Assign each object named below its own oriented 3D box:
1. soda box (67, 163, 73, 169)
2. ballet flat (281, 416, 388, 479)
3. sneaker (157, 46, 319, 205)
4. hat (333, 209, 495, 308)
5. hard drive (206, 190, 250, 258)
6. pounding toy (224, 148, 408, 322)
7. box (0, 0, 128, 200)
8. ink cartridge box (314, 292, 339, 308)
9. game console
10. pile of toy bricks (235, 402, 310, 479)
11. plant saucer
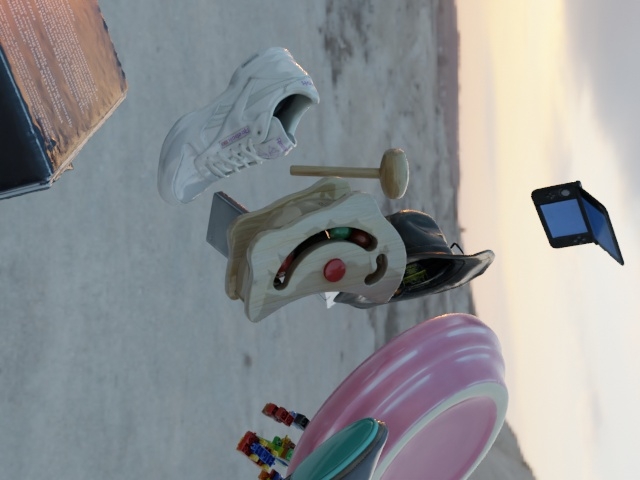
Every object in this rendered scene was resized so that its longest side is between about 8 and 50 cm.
[{"bbox_3d":[-0.567,-0.134,1.613,0.060,0.168,0.053,-123,-166,-85],"label":"soda box"},{"bbox_3d":[-0.015,0.224,0.698,0.074,0.203,0.074,53,7,-10],"label":"ballet flat"},{"bbox_3d":[-0.131,-0.159,1.298,0.152,0.305,0.114,47,7,32],"label":"sneaker"},{"bbox_3d":[0.160,0.021,1.531,0.331,0.331,0.134,57,19,-73],"label":"hat"},{"bbox_3d":[-0.131,-0.008,1.354,0.022,0.135,0.094,-15,130,-42],"label":"hard drive"},{"bbox_3d":[0.000,0.000,1.042,0.155,0.269,0.154,36,-34,56],"label":"pounding toy"},{"bbox_3d":[-0.587,-0.225,1.209,0.472,0.479,0.298,-91,166,-68],"label":"box"},{"bbox_3d":[0.028,0.067,1.669,0.056,0.099,0.135,45,-14,20],"label":"ink cartridge box"},{"bbox_3d":[0.365,-0.018,1.194,0.122,0.107,0.071,58,33,-36],"label":"game console"},{"bbox_3d":[-0.069,0.329,1.305,0.118,0.105,0.212,-57,132,-23],"label":"pile of toy bricks"},{"bbox_3d":[0.111,0.243,1.016,0.084,0.332,0.332,42,-23,35],"label":"plant saucer"}]
